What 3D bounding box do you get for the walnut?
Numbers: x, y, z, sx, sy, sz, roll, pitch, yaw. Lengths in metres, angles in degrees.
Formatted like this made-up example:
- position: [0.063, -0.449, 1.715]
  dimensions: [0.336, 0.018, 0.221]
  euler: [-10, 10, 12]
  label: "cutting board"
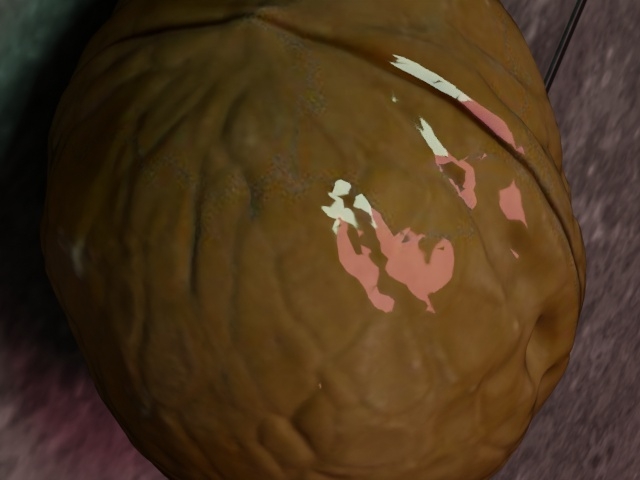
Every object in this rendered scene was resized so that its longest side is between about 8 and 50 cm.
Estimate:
- position: [0.000, 0.000, 0.589]
  dimensions: [0.165, 0.165, 0.197]
  euler: [-47, 140, -27]
  label: "walnut"
